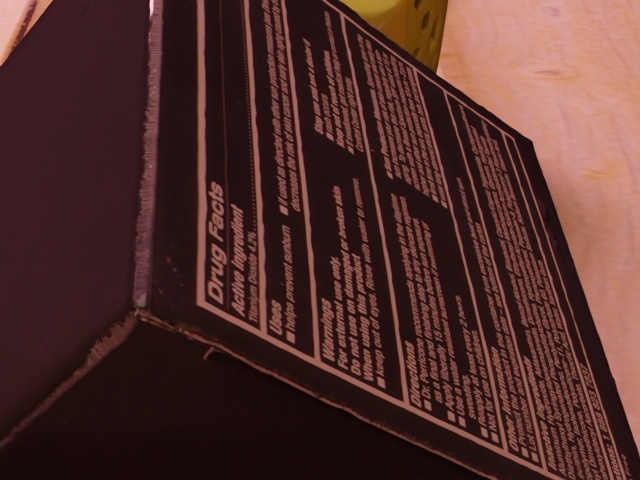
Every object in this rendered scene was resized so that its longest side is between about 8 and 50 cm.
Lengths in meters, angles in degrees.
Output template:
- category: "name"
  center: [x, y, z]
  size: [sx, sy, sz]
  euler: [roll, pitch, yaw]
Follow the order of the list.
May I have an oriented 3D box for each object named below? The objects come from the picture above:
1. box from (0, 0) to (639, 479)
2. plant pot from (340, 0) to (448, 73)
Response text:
- category: "box"
  center: [-0.018, 0.024, 0.526]
  size: [0.294, 0.182, 0.296]
  euler: [31, 35, -32]
- category: "plant pot"
  center: [-0.010, -0.183, 0.950]
  size: [0.228, 0.227, 0.207]
  euler: [11, 43, 9]
